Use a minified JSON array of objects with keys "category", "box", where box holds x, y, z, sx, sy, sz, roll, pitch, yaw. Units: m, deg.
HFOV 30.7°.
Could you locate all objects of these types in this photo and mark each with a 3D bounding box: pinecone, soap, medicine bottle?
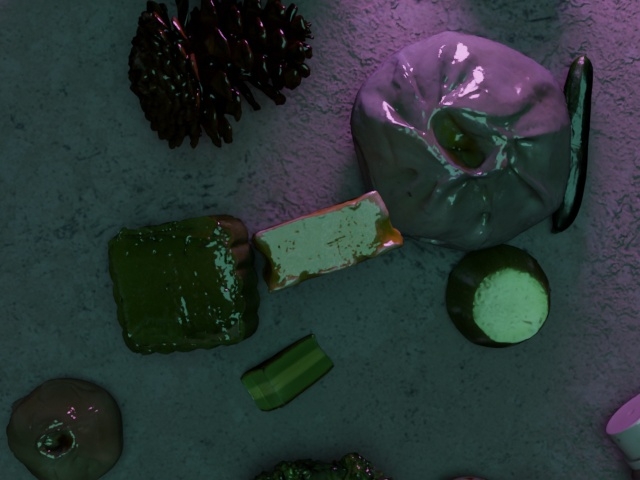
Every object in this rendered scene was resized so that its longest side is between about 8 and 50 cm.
[{"category":"pinecone","box":[-0.139,-0.263,1.723,0.292,0.246,0.246,-21,91,-19]},{"category":"soap","box":[0.000,0.000,1.686,0.199,0.315,0.091,-21,91,-2]},{"category":"medicine bottle","box":[0.562,0.356,1.810,0.147,0.147,0.247,-41,93,-3]}]

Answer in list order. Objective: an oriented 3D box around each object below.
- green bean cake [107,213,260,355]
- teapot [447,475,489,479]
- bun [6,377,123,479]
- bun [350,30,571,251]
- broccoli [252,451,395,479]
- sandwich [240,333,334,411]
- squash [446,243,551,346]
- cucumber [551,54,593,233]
[{"category":"green bean cake","box":[-0.205,0.067,1.754,0.214,0.113,0.200,-10,88,12]},{"category":"teapot","box":[0.218,0.451,1.813,0.246,0.116,0.159,-9,102,2]},{"category":"bun","box":[-0.386,0.292,1.757,0.173,0.113,0.166,-13,91,-6]},{"category":"bun","box":[0.222,-0.151,1.761,0.355,0.194,0.354,0,92,-3]},{"category":"broccoli","box":[0.004,0.454,1.734,0.235,0.260,0.288,26,110,-45]},{"category":"sandwich","box":[-0.052,0.207,1.835,0.116,0.074,0.074,-33,92,-36]},{"category":"squash","box":[0.282,0.091,1.808,0.170,0.123,0.170,0,94,0]},{"category":"cucumber","box":[0.400,-0.150,1.843,0.056,0.056,0.284,6,93,-4]}]
